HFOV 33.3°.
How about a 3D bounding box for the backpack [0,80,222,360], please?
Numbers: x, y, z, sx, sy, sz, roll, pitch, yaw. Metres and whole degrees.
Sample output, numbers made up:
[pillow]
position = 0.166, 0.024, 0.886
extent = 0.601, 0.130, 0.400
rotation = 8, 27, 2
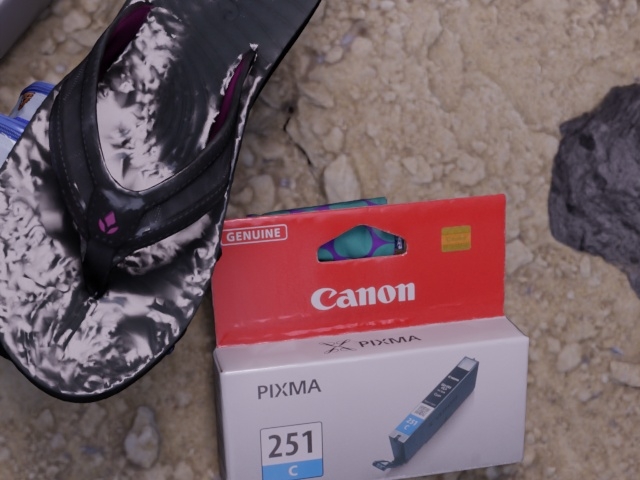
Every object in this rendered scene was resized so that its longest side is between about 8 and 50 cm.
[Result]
[backpack]
position = -0.229, -0.013, 0.897
extent = 0.263, 0.276, 0.213
rotation = 24, 68, -15

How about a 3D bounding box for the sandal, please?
[sandal]
position = -0.116, -0.104, 0.769
extent = 0.168, 0.107, 0.445
rotation = 22, 70, -2

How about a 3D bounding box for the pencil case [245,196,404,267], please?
[pencil case]
position = 0.000, 0.000, 1.038
extent = 0.152, 0.064, 0.070
rotation = -7, 99, -11

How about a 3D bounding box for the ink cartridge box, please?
[ink cartridge box]
position = 0.047, 0.100, 1.008
extent = 0.296, 0.066, 0.261
rotation = -6, 109, -11

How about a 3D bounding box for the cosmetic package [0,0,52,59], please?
[cosmetic package]
position = -0.445, -0.144, 0.893
extent = 0.230, 0.161, 0.453
rotation = 41, 86, -7
